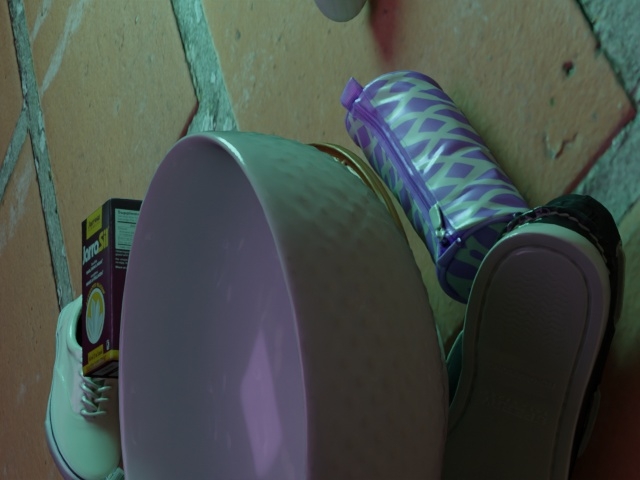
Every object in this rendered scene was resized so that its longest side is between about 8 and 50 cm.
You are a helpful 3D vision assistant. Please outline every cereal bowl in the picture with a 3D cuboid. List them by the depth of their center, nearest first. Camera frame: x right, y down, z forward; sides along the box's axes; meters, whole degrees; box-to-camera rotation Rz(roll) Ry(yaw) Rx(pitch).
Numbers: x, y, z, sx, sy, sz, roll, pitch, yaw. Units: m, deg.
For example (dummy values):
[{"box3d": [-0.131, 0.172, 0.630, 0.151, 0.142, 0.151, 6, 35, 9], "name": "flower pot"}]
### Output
[{"box3d": [-0.017, 0.100, 0.835, 0.339, 0.141, 0.339, -179, 90, -65], "name": "cereal bowl"}]

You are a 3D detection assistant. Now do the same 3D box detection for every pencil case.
[{"box3d": [0.085, -0.041, 0.950, 0.086, 0.088, 0.206, -65, 33, 29], "name": "pencil case"}]

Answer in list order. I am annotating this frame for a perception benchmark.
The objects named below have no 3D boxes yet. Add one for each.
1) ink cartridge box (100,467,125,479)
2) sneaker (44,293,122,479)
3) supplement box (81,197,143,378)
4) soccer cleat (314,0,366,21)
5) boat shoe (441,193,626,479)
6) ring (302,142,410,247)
[{"box3d": [-0.232, 0.300, 1.494, 0.115, 0.063, 0.029, -39, 15, 53], "name": "ink cartridge box"}, {"box3d": [-0.280, 0.173, 1.574, 0.091, 0.094, 0.258, 125, 141, -49], "name": "sneaker"}, {"box3d": [-0.220, 0.057, 1.499, 0.104, 0.081, 0.188, -30, 59, 56], "name": "supplement box"}, {"box3d": [0.025, -0.288, 1.129, 0.076, 0.068, 0.196, -11, 73, 57], "name": "soccer cleat"}, {"box3d": [0.127, 0.112, 0.849, 0.114, 0.091, 0.302, 28, 122, 14], "name": "boat shoe"}, {"box3d": [-0.015, 0.090, 1.026, 0.336, 0.032, 0.337, 180, 90, -64], "name": "ring"}]
